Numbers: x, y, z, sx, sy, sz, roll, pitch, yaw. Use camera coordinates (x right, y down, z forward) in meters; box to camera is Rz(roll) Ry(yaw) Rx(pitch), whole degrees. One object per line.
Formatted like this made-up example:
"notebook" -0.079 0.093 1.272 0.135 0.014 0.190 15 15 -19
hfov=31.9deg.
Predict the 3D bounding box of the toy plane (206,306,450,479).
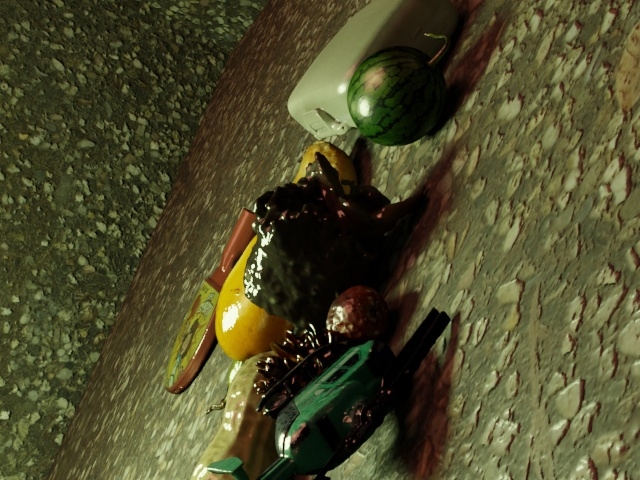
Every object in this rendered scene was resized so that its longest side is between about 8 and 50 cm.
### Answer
"toy plane" -0.006 0.209 1.202 0.381 0.106 0.155 -37 14 -36

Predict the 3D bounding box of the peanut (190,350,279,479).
"peanut" -0.093 0.273 1.507 0.136 0.120 0.298 -35 27 50

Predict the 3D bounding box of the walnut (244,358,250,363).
"walnut" -0.087 0.211 1.666 0.092 0.092 0.092 -55 16 25

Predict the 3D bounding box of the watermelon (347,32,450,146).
"watermelon" 0.123 -0.223 1.623 0.187 0.140 0.141 -47 21 34

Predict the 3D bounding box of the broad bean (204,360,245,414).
"broad bean" -0.114 0.137 1.834 0.067 0.075 0.325 16 99 40

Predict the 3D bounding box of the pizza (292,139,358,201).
"pizza" -0.007 -0.045 1.866 0.182 0.073 0.365 -51 21 27

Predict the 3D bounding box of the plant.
"plant" 0.000 0.000 1.535 0.178 0.204 0.234 -62 -3 -66

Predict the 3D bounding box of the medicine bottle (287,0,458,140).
"medicine bottle" 0.079 -0.299 1.893 0.282 0.123 0.375 -54 15 -9

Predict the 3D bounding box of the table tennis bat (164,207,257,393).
"table tennis bat" -0.225 0.129 2.340 0.415 0.051 0.268 -65 15 -1

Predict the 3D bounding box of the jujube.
"jujube" 0.045 0.103 1.441 0.129 0.077 0.077 129 164 -68

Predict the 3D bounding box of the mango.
"mango" -0.091 0.081 1.714 0.145 0.112 0.219 30 108 51

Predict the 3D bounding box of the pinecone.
"pinecone" -0.019 0.173 1.384 0.140 0.120 0.140 41 138 54
